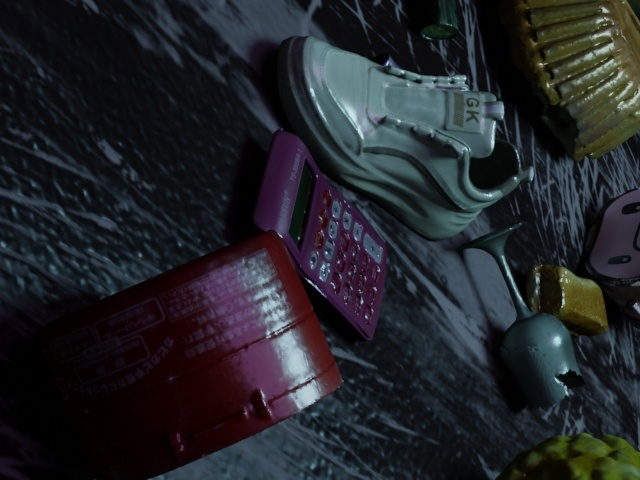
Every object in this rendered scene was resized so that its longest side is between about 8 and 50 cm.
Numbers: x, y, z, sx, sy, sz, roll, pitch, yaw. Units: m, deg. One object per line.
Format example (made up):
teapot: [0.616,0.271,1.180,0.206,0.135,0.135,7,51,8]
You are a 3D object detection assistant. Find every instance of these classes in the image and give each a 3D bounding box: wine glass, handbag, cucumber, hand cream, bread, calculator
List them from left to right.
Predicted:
hand cream: [-0.092,0.081,0.989,0.193,0.193,0.125,-24,93,-57]
calculator: [0.000,0.000,1.308,0.190,0.034,0.126,49,37,-36]
cucumber: [0.135,-0.281,1.643,0.048,0.048,0.105,28,50,-45]
wine glass: [0.220,0.083,1.529,0.079,0.079,0.195,-23,90,-57]
bread: [0.290,0.072,1.658,0.132,0.053,0.074,17,62,-50]
bread: [0.340,-0.245,1.828,0.274,0.149,0.274,42,37,-41]
handbag: [0.438,0.018,1.790,0.116,0.179,0.205,56,40,-31]

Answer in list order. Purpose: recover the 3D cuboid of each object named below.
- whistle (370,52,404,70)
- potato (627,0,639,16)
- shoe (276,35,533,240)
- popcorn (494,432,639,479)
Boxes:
whistle: [0.111,-0.137,1.541,0.176,0.033,0.033,46,39,-31]
potato: [0.410,-0.425,2.023,0.251,0.159,0.174,23,29,-36]
shoe: [0.101,-0.115,1.405,0.316,0.159,0.124,36,46,-43]
popcorn: [0.255,0.313,1.323,0.258,0.224,0.270,19,50,-58]
